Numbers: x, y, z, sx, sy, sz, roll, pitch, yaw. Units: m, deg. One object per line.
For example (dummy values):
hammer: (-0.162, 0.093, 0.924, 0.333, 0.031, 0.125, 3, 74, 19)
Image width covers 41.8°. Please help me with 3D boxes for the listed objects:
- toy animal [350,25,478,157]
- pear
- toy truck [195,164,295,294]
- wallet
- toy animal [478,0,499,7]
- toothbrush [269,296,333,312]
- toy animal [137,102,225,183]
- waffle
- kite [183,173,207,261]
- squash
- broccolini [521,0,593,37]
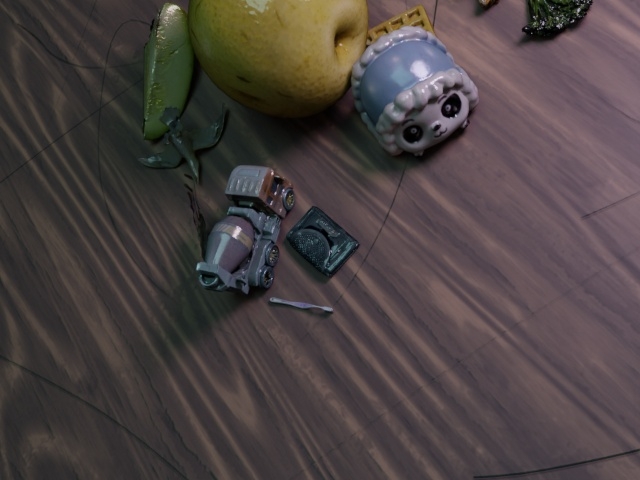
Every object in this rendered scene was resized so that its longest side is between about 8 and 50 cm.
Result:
toy animal: (0.164, -0.268, 1.503, 0.208, 0.156, 0.204, -31, 58, 7)
pear: (-0.076, -0.402, 1.562, 0.348, 0.348, 0.348, -9, 64, 20)
toy truck: (-0.142, -0.018, 1.536, 0.108, 0.140, 0.256, 8, 71, 27)
wallet: (0.000, 0.000, 1.532, 0.088, 0.026, 0.129, -47, 57, -2)
toy animal: (0.257, -0.551, 1.639, 0.114, 0.116, 0.255, -41, 48, -21)
toothbrush: (-0.035, 0.115, 1.504, 0.131, 0.013, 0.011, 8, 61, 28)
toy animal: (-0.285, -0.188, 1.706, 0.219, 0.095, 0.155, -25, 55, 13)
waffle: (0.133, -0.377, 1.645, 0.191, 0.032, 0.125, -25, 62, 14)
kite: (-0.234, -0.039, 1.614, 0.016, 0.127, 0.229, -9, 51, -17)
squash: (-0.319, -0.350, 1.784, 0.169, 0.093, 0.252, 132, 140, -54)
broccolini: (0.441, -0.493, 1.548, 0.123, 0.062, 0.271, 3, 66, 15)
